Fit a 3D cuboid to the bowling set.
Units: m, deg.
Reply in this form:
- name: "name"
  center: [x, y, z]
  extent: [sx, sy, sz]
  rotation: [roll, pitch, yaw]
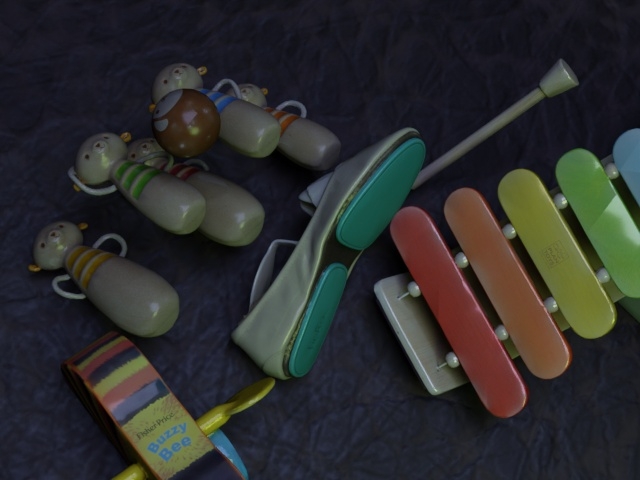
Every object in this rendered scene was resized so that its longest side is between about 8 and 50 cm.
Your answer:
- name: "bowling set"
  center: [-0.122, -0.084, 1.103]
  extent: [0.154, 0.200, 0.287]
  rotation: [31, 60, 26]

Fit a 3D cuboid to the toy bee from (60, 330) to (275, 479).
- name: "toy bee"
  center: [-0.093, 0.184, 1.044]
  extent: [0.298, 0.162, 0.195]
  rotation: [33, 67, 1]

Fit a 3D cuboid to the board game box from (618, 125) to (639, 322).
- name: "board game box"
  center: [0.398, -0.045, 1.250]
  extent: [0.224, 0.097, 0.303]
  rotation: [45, 71, 5]

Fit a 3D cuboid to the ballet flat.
- name: "ballet flat"
  center: [0.000, 0.000, 1.146]
  extent: [0.086, 0.086, 0.248]
  rotation: [30, 86, 0]

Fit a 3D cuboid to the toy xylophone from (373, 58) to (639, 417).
- name: "toy xylophone"
  center: [0.188, -0.010, 1.142]
  extent: [0.322, 0.081, 0.236]
  rotation: [-41, 74, 19]
